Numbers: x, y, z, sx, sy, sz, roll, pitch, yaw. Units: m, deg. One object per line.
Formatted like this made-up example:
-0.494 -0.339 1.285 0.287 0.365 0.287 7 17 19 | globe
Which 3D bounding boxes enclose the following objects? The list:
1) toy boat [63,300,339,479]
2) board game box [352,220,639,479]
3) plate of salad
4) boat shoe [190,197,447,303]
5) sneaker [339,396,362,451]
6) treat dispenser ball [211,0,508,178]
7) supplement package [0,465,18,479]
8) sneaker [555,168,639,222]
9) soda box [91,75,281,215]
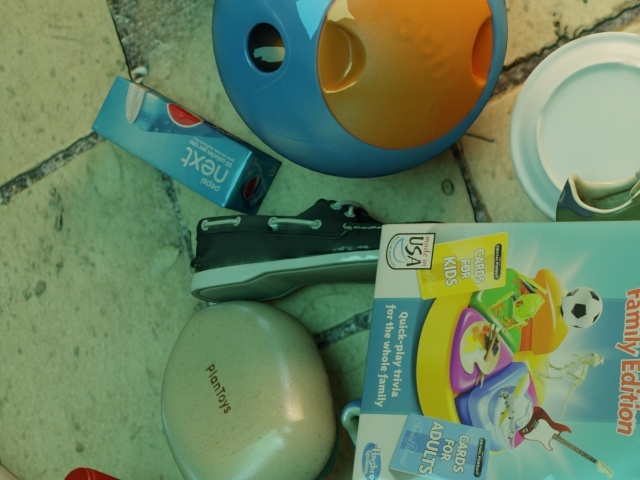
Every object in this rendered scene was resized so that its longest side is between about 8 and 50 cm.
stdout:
-0.115 0.212 1.662 0.318 0.148 0.267 -37 44 16 | toy boat
0.207 0.113 1.408 0.336 0.079 0.254 -1 72 25 | board game box
0.282 -0.100 1.538 0.199 0.048 0.200 1 92 18 | plate of salad
0.000 0.000 1.643 0.302 0.114 0.091 -7 73 19 | boat shoe
0.091 0.237 1.574 0.211 0.081 0.080 45 102 24 | sneaker
0.038 -0.205 1.557 0.288 0.288 0.288 -5 80 28 | treat dispenser ball
-0.440 0.388 1.771 0.198 0.199 0.263 32 98 29 | supplement package
0.311 -0.025 1.473 0.192 0.064 0.086 2 119 17 | sneaker
-0.151 -0.106 1.770 0.210 0.067 0.071 30 97 28 | soda box
